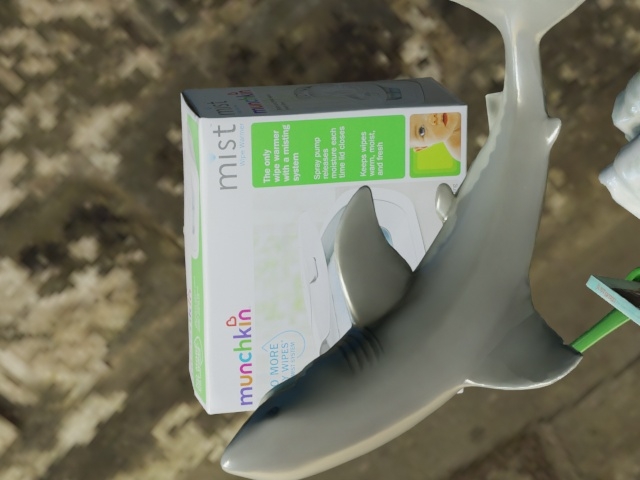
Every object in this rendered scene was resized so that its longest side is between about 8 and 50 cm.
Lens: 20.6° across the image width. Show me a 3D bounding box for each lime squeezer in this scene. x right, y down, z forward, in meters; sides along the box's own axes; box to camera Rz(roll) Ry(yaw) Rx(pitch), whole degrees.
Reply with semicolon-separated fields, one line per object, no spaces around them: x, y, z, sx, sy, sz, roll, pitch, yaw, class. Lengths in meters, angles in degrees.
0.333;0.051;1.797;0.110;0.059;0.310;-25;3;45;lime squeezer

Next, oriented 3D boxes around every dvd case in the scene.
0.288;0.057;1.443;0.087;0.119;0.013;42;116;52;dvd case

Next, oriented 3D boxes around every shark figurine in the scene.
0.083;0.007;0.821;0.116;0.166;0.278;33;102;43;shark figurine

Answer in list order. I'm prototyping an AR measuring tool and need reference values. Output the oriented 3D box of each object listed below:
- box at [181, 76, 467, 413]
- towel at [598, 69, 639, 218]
0.000;0.000;1.525;0.231;0.262;0.127;-3;16;-12;box
0.366;-0.070;0.851;0.374;0.320;0.090;-40;40;49;towel
